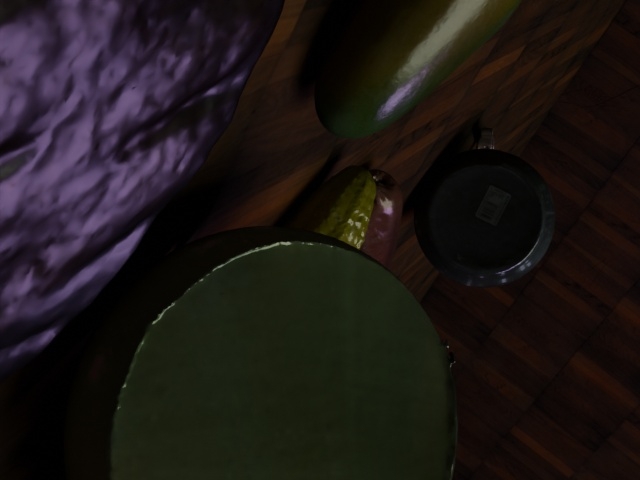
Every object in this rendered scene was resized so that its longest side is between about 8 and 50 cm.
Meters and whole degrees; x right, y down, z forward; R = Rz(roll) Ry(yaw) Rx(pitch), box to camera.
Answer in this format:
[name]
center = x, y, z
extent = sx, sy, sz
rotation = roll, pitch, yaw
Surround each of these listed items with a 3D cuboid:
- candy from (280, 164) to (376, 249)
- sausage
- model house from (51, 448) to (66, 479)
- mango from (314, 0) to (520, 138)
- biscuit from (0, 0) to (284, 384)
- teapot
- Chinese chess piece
[candy]
center = 0.000, 0.000, 1.070
extent = 0.106, 0.094, 0.199
rotation = 34, 86, -42
[sausage]
center = 0.067, 0.017, 1.376
extent = 0.088, 0.088, 0.433
rotation = -48, 167, -21
[model house]
center = -0.178, 0.225, 0.929
extent = 0.219, 0.200, 0.229
rotation = 0, 170, -27
[mango]
center = 0.083, -0.195, 0.800
extent = 0.251, 0.114, 0.156
rotation = -42, 180, 11
[biscuit]
center = -0.163, -0.050, 0.345
extent = 0.407, 0.091, 0.407
rotation = -48, 169, -13
[teapot]
center = 0.313, -0.064, 1.773
extent = 0.344, 0.253, 0.300
rotation = 2, 93, -83
[Chinese chess piece]
center = -0.047, 0.162, 0.793
extent = 0.349, 0.349, 0.146
rotation = -47, -161, -23
